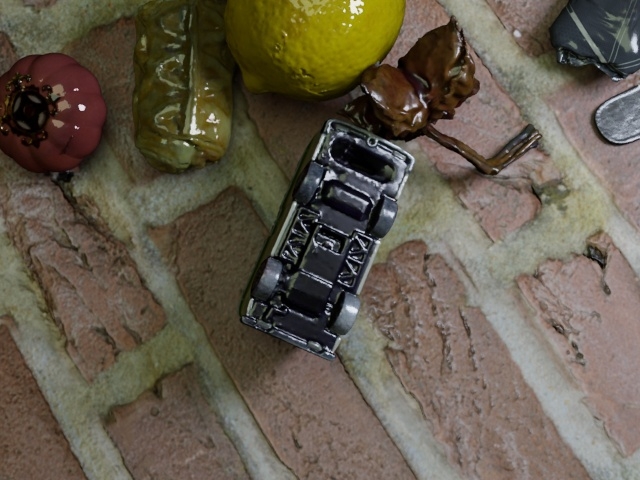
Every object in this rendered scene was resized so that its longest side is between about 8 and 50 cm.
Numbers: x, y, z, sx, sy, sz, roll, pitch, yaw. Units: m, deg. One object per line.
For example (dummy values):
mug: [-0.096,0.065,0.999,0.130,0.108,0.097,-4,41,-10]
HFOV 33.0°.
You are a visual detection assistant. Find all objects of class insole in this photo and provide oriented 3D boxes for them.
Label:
insole: [0.546,-0.234,1.599,0.310,0.012,0.110,-26,79,-2]

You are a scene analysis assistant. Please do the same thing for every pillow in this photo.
pillow: [0.459,-0.391,1.596,0.162,0.092,0.335,24,80,12]

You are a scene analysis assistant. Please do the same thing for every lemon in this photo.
lemon: [-0.007,-0.325,1.540,0.267,0.267,0.267,-1,79,4]

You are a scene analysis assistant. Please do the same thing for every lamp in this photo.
lamp: [-0.399,-0.188,1.603,0.182,0.140,0.182,0,91,18]

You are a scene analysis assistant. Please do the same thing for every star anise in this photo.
star anise: [0.174,-0.190,1.511,0.237,0.346,0.148,-45,43,35]

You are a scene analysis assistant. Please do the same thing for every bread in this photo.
bread: [-0.202,-0.228,1.595,0.152,0.130,0.267,1,79,-5]

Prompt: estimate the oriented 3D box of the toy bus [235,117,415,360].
toy bus: [0.000,0.000,1.506,0.143,0.179,0.305,24,82,-10]
